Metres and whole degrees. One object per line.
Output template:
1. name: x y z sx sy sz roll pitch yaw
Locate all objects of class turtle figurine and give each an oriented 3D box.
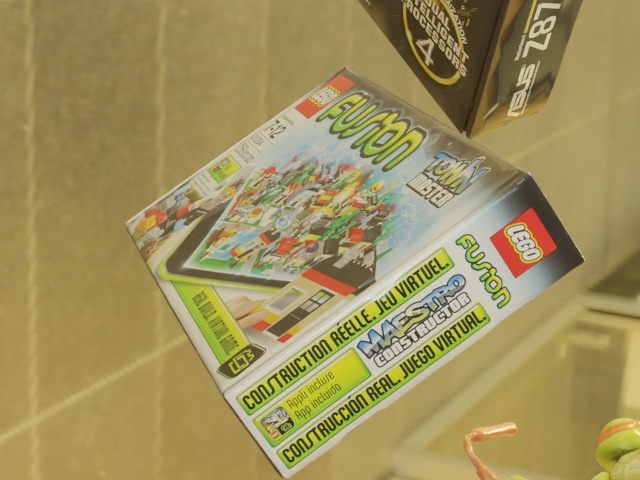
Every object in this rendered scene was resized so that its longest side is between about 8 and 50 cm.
1. turtle figurine: 0.235 0.196 1.085 0.087 0.270 0.217 -53 -141 38

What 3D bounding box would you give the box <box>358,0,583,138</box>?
1. box: 0.078 -0.327 1.335 0.097 0.395 0.318 -21 151 -24

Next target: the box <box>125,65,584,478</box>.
1. box: 0.000 0.000 0.579 0.114 0.207 0.036 -36 110 -4
